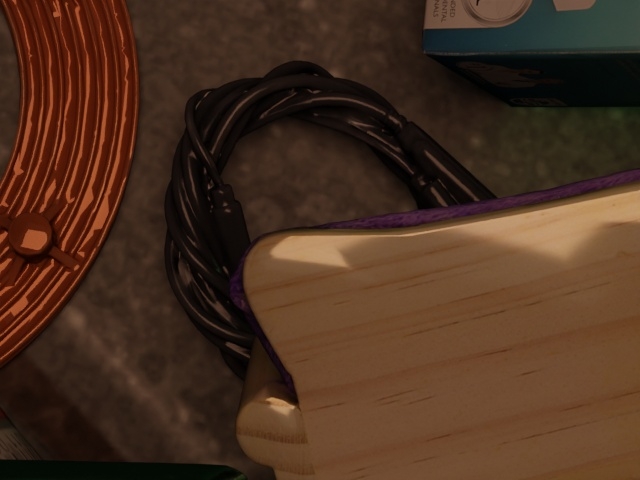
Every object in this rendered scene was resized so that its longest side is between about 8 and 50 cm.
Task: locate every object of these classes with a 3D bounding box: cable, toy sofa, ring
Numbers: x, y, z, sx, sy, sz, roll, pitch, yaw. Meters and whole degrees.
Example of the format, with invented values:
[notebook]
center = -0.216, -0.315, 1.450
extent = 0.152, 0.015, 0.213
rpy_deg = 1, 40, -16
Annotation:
[cable]
center = 0.000, 0.000, 0.766
extent = 0.184, 0.047, 0.150
rpy_deg = 42, 85, -1
[toy sofa]
center = 0.148, 0.035, 0.653
extent = 0.363, 0.150, 0.177
rpy_deg = -14, 100, 4
[ring]
center = -0.256, -0.072, 0.764
extent = 0.337, 0.032, 0.336
rpy_deg = 1, 79, -3

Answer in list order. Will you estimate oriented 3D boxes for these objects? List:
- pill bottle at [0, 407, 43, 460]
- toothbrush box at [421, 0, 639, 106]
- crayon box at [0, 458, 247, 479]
[pill bottle]
center = -0.117, 0.244, 0.623
extent = 0.210, 0.210, 0.363
rpy_deg = -40, 83, -9
[toothbrush box]
center = 0.208, -0.173, 0.694
extent = 0.296, 0.126, 0.216
rpy_deg = 1, 84, 27
[crayon box]
center = -0.190, 0.169, 0.488
extent = 0.323, 0.083, 0.203
rpy_deg = 1, 86, 6
